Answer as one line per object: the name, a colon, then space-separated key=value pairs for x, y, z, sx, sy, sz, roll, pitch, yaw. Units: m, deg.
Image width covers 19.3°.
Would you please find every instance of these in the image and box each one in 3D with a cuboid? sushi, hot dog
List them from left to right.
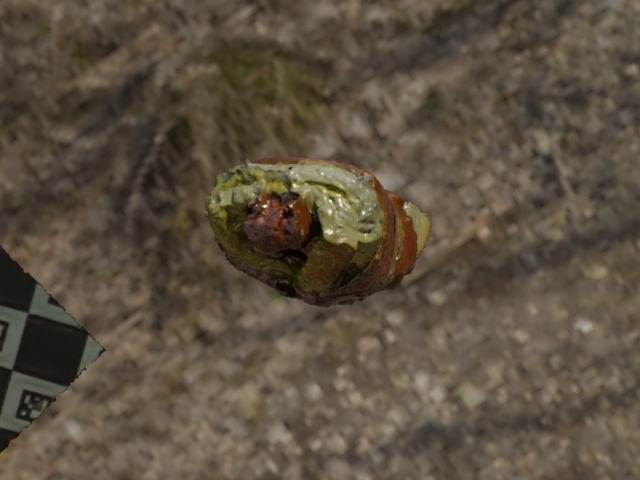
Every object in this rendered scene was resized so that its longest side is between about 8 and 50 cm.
sushi: x=-0.392 y=0.086 z=1.730 sx=0.294 sy=0.292 sz=0.059 roll=-44 pitch=10 yaw=13
hot dog: x=0.000 y=0.000 z=1.385 sx=0.146 sy=0.213 sz=0.103 roll=5 pitch=82 yaw=25
